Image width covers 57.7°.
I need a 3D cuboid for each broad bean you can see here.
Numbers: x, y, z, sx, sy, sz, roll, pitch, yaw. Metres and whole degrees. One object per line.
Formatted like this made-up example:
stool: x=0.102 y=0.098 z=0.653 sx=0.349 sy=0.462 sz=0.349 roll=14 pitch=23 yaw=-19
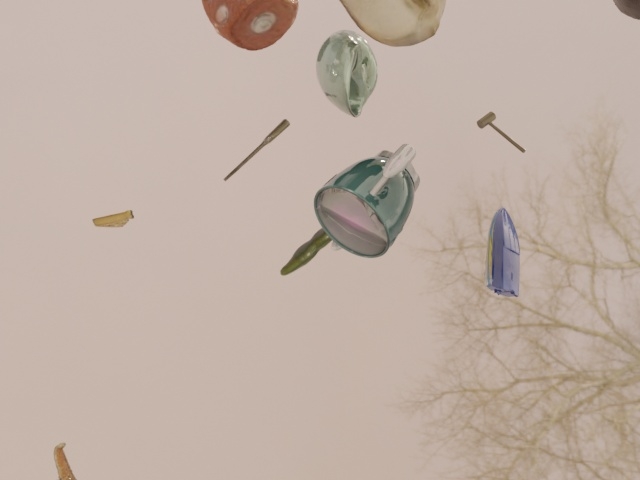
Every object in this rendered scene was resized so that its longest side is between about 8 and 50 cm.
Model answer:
broad bean: x=0.000 y=-0.001 z=1.505 sx=0.043 sy=0.297 sz=0.060 roll=39 pitch=-156 yaw=-23

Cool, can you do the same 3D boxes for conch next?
conch: x=0.054 y=-0.348 z=1.227 sx=0.221 sy=0.121 sz=0.185 roll=-24 pitch=-84 yaw=-71

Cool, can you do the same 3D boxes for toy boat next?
toy boat: x=0.574 y=0.029 z=1.844 sx=0.129 sy=0.088 sz=0.295 roll=23 pitch=-115 yaw=-36

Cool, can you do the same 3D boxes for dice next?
dice: x=-0.176 y=-0.593 z=1.430 sx=0.175 sy=0.174 sz=0.179 roll=-9 pitch=-115 yaw=-52

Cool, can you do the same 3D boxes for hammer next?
hammer: x=0.354 y=-0.207 z=1.125 sx=0.035 sy=0.019 sz=0.110 roll=-37 pitch=-116 yaw=-11

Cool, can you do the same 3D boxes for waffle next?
waffle: x=-0.461 y=-0.050 z=1.373 sx=0.097 sy=0.153 sz=0.023 roll=-12 pitch=-91 yaw=4

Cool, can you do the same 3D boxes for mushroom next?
mushroom: x=0.127 y=-0.569 z=1.142 sx=0.313 sy=0.224 sz=0.397 roll=-38 pitch=-65 yaw=-71

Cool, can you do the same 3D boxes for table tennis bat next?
table tennis bat: x=-0.151 y=-0.221 z=1.407 sx=0.022 sy=0.131 sz=0.234 roll=46 pitch=-121 yaw=-10

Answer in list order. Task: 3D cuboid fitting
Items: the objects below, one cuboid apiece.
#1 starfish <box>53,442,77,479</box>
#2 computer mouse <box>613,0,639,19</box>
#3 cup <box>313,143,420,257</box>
starfish: x=-0.330 y=0.399 z=0.781 sx=0.050 sy=0.138 sz=0.247 roll=-24 pitch=-99 yaw=-18
computer mouse: x=0.550 y=-0.484 z=0.894 sx=0.100 sy=0.170 sz=0.269 roll=8 pitch=-81 yaw=-53
cup: x=0.103 y=-0.081 z=1.104 sx=0.167 sy=0.299 sz=0.173 roll=41 pitch=-124 yaw=4
